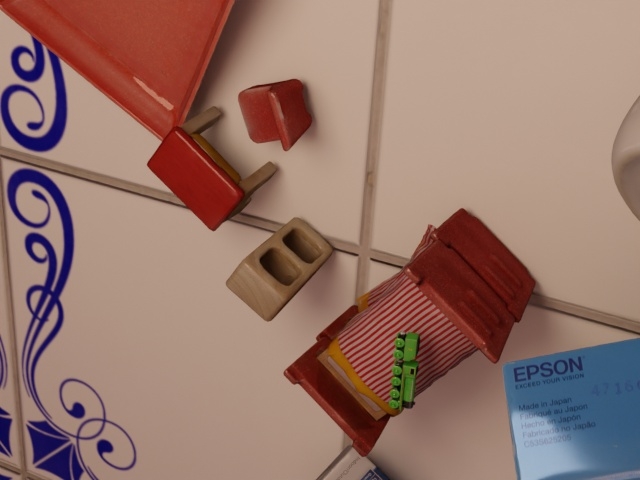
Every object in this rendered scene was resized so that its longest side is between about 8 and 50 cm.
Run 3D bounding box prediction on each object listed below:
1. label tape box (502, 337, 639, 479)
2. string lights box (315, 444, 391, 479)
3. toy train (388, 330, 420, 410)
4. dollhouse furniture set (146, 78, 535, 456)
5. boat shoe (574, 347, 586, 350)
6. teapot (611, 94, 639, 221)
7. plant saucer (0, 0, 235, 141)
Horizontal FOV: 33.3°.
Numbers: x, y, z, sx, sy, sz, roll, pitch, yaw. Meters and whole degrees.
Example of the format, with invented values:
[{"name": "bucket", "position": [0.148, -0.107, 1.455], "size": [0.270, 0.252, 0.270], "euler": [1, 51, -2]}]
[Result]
[{"name": "label tape box", "position": [0.317, 0.182, 0.903], "size": [0.249, 0.347, 0.115], "euler": [-14, 63, 18]}, {"name": "string lights box", "position": [0.083, 0.364, 1.185], "size": [0.260, 0.133, 0.077], "euler": [43, 169, 4]}, {"name": "toy train", "position": [0.076, 0.118, 0.960], "size": [0.024, 0.017, 0.083], "euler": [8, 118, 11]}, {"name": "dollhouse furniture set", "position": [0.000, 0.000, 1.046], "size": [0.374, 0.152, 0.201], "euler": [45, 126, 1]}, {"name": "boat shoe", "position": [0.285, 0.195, 1.042], "size": [0.066, 0.063, 0.184], "euler": [-13, 105, 33]}, {"name": "teapot", "position": [0.364, -0.069, 0.804], "size": [0.252, 0.187, 0.256], "euler": [31, 167, 38]}, {"name": "plant saucer", "position": [-0.202, -0.260, 1.077], "size": [0.259, 0.048, 0.258], "euler": [39, 139, 5]}]
